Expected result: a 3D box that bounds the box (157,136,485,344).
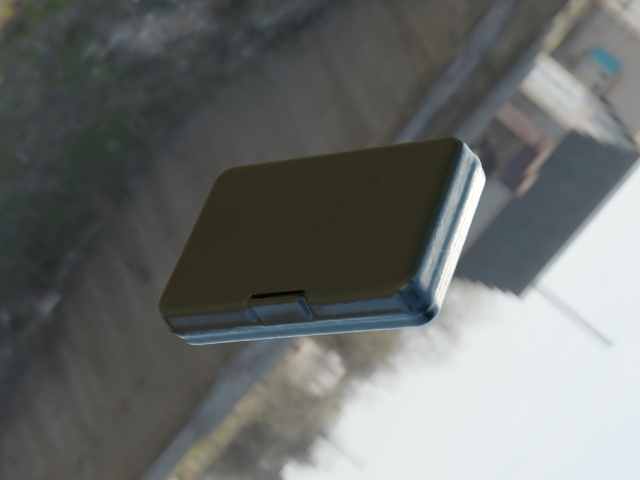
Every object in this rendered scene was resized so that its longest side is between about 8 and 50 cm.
[{"bbox_3d":[0.000,0.000,1.422,0.230,0.050,0.160,-6,-134,33],"label":"box"}]
